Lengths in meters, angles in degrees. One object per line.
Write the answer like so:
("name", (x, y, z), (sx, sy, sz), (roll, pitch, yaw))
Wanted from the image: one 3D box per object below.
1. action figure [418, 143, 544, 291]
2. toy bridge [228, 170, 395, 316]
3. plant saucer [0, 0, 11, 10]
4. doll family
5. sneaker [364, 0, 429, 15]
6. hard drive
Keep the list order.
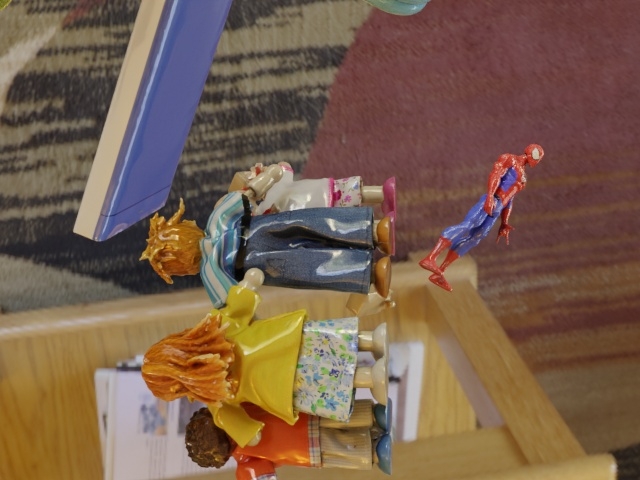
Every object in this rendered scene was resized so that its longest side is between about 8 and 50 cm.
("action figure", (0.111, -0.019, 0.672), (0.115, 0.030, 0.038), (-54, 138, -11))
("toy bridge", (0.000, 0.000, 0.868), (0.063, 0.188, 0.026), (-8, 131, -45))
("plant saucer", (-0.572, -0.470, 1.603), (0.241, 0.037, 0.241), (6, 120, 11))
("doll family", (-0.036, 0.034, 0.668), (0.163, 0.263, 0.118), (-1, 151, 8))
("sneaker", (0.040, -0.343, 0.896), (0.127, 0.319, 0.208), (-3, 155, -34))
("hard drive", (-0.173, -0.170, 1.122), (0.040, 0.210, 0.318), (22, 107, 5))
